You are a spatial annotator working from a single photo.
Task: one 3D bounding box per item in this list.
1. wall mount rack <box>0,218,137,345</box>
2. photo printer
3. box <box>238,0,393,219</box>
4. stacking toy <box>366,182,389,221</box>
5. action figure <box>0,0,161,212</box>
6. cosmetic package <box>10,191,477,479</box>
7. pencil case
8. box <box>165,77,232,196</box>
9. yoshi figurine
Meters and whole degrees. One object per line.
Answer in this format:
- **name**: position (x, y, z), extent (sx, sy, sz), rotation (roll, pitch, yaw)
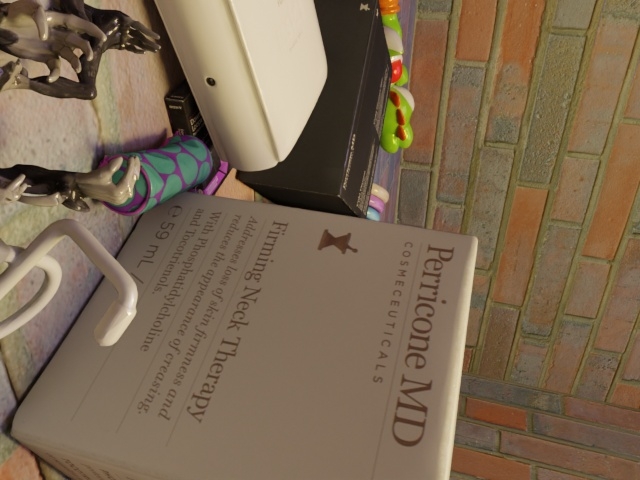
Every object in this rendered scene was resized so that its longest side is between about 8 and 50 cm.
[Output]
- **wall mount rack**: position (-0.271, 0.104, 0.299), extent (0.304, 0.130, 0.350), rotation (-46, 166, 5)
- **photo printer**: position (-0.089, -0.282, 0.706), extent (0.256, 0.107, 0.308), rotation (-69, 153, -42)
- **box**: position (0.010, -0.230, 1.067), extent (0.312, 0.178, 0.344), rotation (33, 67, -77)
- **stacking toy**: position (0.092, -0.010, 1.708), extent (0.141, 0.141, 0.331), rotation (51, 57, -72)
- **action figure**: position (-0.200, -0.100, 0.394), extent (0.164, 0.140, 0.276), rotation (100, 6, -56)
- **cosmetic package**: position (-0.044, 0.183, 0.683), extent (0.328, 0.393, 0.330), rotation (83, 21, -50)
- **pencil case**: position (-0.181, -0.078, 0.637), extent (0.070, 0.064, 0.152), rotation (53, 23, -5)
- **box**: position (-0.154, -0.146, 0.772), extent (0.116, 0.029, 0.162), rotation (-68, 159, -44)
- **yoshi figurine**: position (0.123, -0.387, 1.337), extent (0.203, 0.203, 0.362), rotation (-57, 137, -55)
